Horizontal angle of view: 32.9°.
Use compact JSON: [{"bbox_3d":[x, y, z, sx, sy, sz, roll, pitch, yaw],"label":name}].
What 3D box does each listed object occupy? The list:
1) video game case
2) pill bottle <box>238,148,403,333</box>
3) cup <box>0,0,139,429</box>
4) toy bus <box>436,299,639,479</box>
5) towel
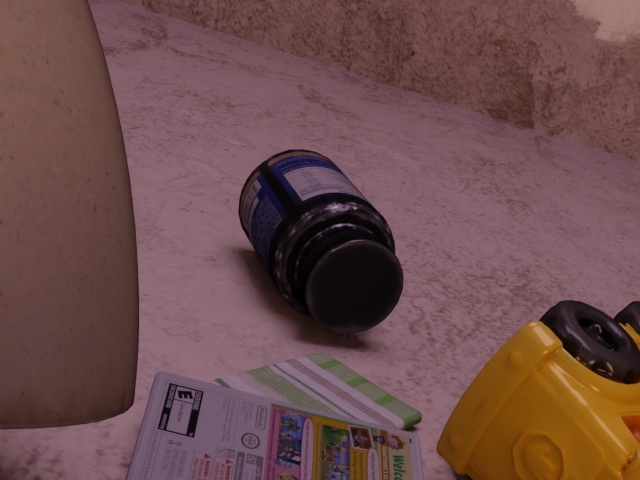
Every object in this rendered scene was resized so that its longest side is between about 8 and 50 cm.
[{"bbox_3d":[-0.026,0.168,0.674,0.193,0.023,0.212,14,25,-6],"label":"video game case"},{"bbox_3d":[0.000,0.000,1.055,0.122,0.123,0.219,9,20,-21],"label":"pill bottle"},{"bbox_3d":[-0.234,-0.062,0.520,0.331,0.237,0.331,10,-1,0],"label":"cup"},{"bbox_3d":[0.232,0.160,0.786,0.220,0.149,0.211,2,36,-44],"label":"toy bus"},{"bbox_3d":[-0.004,0.131,0.843,0.113,0.023,0.152,31,21,31],"label":"towel"}]
